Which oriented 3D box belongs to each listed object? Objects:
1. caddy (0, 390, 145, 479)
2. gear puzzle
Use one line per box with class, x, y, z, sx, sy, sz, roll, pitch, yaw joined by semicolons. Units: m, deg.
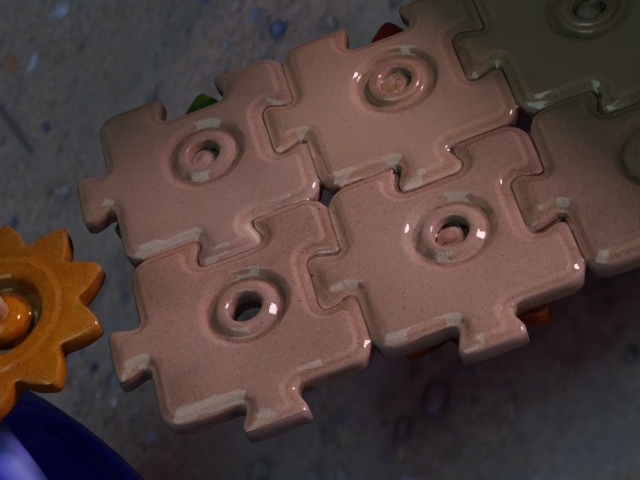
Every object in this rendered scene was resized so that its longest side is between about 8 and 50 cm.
caddy;-0.123;0.194;0.689;0.179;0.241;0.341;-44;52;24
gear puzzle;0.000;0.000;0.715;0.339;0.044;0.175;-21;50;3
